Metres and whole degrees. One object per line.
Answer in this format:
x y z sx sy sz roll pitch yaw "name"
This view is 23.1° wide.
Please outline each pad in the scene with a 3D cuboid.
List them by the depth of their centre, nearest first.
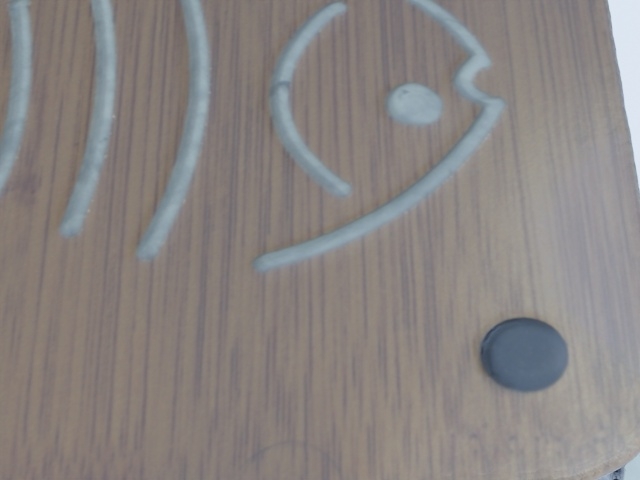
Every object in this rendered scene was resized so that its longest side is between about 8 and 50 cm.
-0.045 -0.046 0.498 0.284 0.018 0.287 -1 -125 1 "pad"

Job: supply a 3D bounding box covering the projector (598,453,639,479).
0.247 0.165 1.659 0.079 0.259 0.257 -35 -98 -22 "projector"
